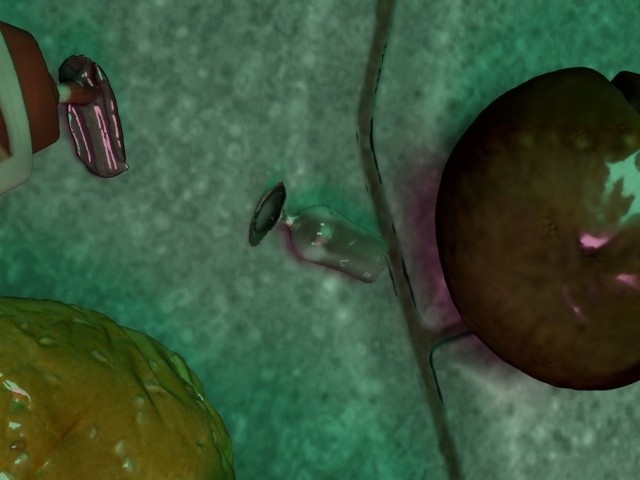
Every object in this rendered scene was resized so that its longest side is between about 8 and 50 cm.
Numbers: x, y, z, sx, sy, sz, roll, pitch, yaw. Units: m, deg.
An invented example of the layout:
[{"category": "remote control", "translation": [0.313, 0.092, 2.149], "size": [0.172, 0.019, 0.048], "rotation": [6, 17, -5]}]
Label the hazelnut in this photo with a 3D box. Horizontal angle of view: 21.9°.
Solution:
[{"category": "hazelnut", "translation": [0.170, -0.017, 1.014], "size": [0.208, 0.208, 0.208], "rotation": [3, 83, -26]}]

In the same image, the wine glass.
[{"category": "wine glass", "translation": [0.000, 0.000, 0.999], "size": [0.083, 0.039, 0.042], "rotation": [26, 72, -26]}]

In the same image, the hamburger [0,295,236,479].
[{"category": "hamburger", "translation": [-0.135, 0.098, 0.868], "size": [0.207, 0.135, 0.155], "rotation": [-4, 88, -28]}]

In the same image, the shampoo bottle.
[{"category": "shampoo bottle", "translation": [-0.197, -0.057, 0.825], "size": [0.284, 0.071, 0.153], "rotation": [-17, 107, -54]}]
